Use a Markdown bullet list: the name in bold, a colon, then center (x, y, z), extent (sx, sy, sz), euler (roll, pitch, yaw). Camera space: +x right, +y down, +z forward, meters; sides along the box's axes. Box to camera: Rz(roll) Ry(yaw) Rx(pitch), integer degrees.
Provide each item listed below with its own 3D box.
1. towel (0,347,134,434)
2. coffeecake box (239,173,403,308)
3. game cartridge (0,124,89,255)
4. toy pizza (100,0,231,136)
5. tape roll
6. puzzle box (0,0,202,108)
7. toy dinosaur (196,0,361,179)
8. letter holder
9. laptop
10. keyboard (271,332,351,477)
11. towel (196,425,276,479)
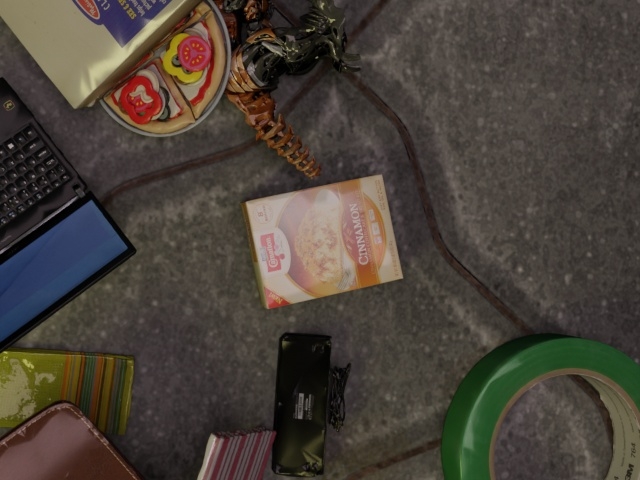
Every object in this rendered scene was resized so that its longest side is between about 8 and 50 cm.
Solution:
- **towel**: center (-0.358, 0.188, 1.055), extent (0.237, 0.021, 0.102), euler (6, 87, -12)
- **coffeecake box**: center (0.000, 0.000, 1.112), extent (0.185, 0.068, 0.142), euler (-12, 93, -12)
- **game cartridge**: center (-0.444, -0.060, 1.024), extent (0.297, 0.062, 0.198), euler (28, 88, -11)
- **toy pizza**: center (-0.207, -0.229, 1.040), extent (0.201, 0.032, 0.201), euler (3, 99, 17)
- **tape roll**: center (0.332, 0.293, 1.178), extent (0.321, 0.077, 0.321), euler (0, 89, -13)
- **puzzle box**: center (-0.315, -0.394, 0.973), extent (0.272, 0.052, 0.409), euler (-36, 94, 23)
- **toy dinosaur**: center (-0.072, -0.242, 1.084), extent (0.218, 0.164, 0.322), euler (-24, 113, 3)
- **letter holder**: center (-0.355, 0.336, 0.956), extent (0.302, 0.152, 0.214), euler (-42, 105, -18)
- **laptop**: center (-0.380, -0.023, 0.942), extent (0.234, 0.136, 0.264), euler (-37, 97, -11)
- **keyboard**: center (-0.011, 0.222, 1.133), extent (0.100, 0.038, 0.192), euler (4, 90, 11)
- **towel**: center (-0.117, 0.300, 1.028), extent (0.029, 0.197, 0.144), euler (16, 85, 19)
